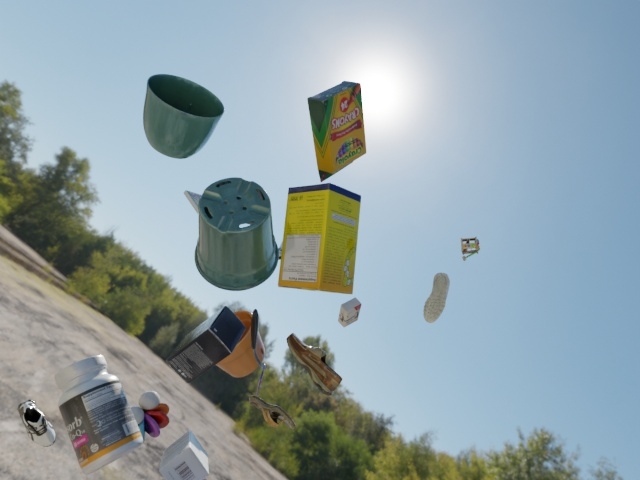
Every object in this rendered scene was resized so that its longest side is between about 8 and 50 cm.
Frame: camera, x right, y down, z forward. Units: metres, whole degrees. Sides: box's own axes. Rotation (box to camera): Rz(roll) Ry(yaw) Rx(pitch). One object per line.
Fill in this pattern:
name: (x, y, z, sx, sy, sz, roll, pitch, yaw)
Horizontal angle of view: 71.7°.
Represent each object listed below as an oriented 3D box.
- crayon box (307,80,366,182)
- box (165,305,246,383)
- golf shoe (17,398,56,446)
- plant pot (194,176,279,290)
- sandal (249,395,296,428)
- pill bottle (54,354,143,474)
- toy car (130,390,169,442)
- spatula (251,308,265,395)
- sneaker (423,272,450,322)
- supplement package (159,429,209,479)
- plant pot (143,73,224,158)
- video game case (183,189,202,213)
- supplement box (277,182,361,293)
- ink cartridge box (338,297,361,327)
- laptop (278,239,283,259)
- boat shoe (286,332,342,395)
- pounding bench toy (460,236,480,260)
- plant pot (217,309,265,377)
crayon box: (0.069, -0.382, 1.593, 0.081, 0.202, 0.319, 23, -43, 37)
box: (-0.363, 0.331, 1.418, 0.108, 0.207, 0.153, 50, 20, -10)
golf shoe: (-1.035, 0.678, 1.615, 0.093, 0.077, 0.198, -7, -67, 51)
plant pot: (-0.320, -0.036, 1.674, 0.341, 0.341, 0.334, 34, -32, 14)
sandal: (-0.139, 0.487, 1.232, 0.180, 0.049, 0.072, 11, -42, 37)
pill bottle: (-0.618, 0.474, 1.224, 0.279, 0.162, 0.162, 60, -19, 13)
toy car: (-0.627, 0.658, 1.610, 0.136, 0.182, 0.159, 22, -59, 16)
spatula: (-0.186, 0.335, 1.305, 0.030, 0.084, 0.297, -1, -69, 4)
sneaker: (0.532, 0.265, 1.992, 0.090, 0.235, 0.095, 17, -15, 28)
supplement package: (-0.416, 0.680, 1.359, 0.105, 0.105, 0.179, 55, -17, -2)
plant pot: (-0.555, -0.467, 1.735, 0.293, 0.293, 0.235, 38, -56, 7)
video game case: (-0.518, -0.144, 2.050, 0.201, 0.023, 0.183, 50, 17, 25)
supplement box: (0.000, 0.000, 1.550, 0.194, 0.357, 0.195, 0, -9, 40)
ink cartridge box: (0.150, 0.372, 2.283, 0.056, 0.099, 0.135, 46, -35, 35)
laptop: (-0.226, -0.035, 2.198, 0.382, 0.407, 0.237, -177, -101, -70)
boat shoe: (-0.023, 0.541, 2.000, 0.324, 0.120, 0.122, 47, -1, 23)
pounding bench toy: (0.567, 0.034, 1.670, 0.065, 0.083, 0.052, -5, -22, 22)
plant pot: (-0.395, 0.504, 2.100, 0.290, 0.291, 0.204, 10, -44, 51)
